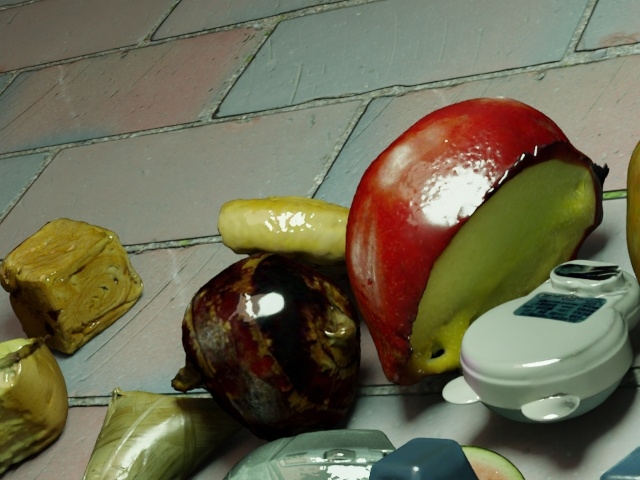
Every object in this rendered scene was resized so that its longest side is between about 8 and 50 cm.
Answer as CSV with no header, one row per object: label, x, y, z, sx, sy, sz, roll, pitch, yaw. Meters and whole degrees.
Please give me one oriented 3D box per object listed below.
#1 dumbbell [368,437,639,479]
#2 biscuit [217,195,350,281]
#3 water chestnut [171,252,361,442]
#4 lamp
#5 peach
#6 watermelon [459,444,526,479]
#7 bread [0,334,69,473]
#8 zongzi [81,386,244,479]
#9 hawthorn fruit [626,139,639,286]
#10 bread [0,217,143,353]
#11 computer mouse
dumbbell,0.198,0.261,1.343,0.324,0.160,0.144,-5,38,35
biscuit,0.000,-0.001,1.839,0.213,0.274,0.091,6,81,12
water chestnut,-0.064,0.125,1.699,0.238,0.224,0.224,-35,27,20
lamp,0.253,0.116,1.569,0.179,0.108,0.246,11,39,41
peach,0.144,-0.008,1.688,0.201,0.258,0.362,30,76,38
watermelon,0.132,0.256,1.523,0.163,0.087,0.069,-21,-6,8
bread,-0.422,0.213,1.928,0.204,0.163,0.262,-32,8,-3
zongzi,-0.174,0.254,1.733,0.197,0.099,0.194,-2,40,19
hawthorn fruit,0.435,-0.002,1.465,0.267,0.268,0.301,-15,37,22
bread,-0.359,0.061,2.112,0.143,0.149,0.158,15,51,45
computer mouse,-0.021,0.259,1.611,0.231,0.071,0.126,-17,32,18
